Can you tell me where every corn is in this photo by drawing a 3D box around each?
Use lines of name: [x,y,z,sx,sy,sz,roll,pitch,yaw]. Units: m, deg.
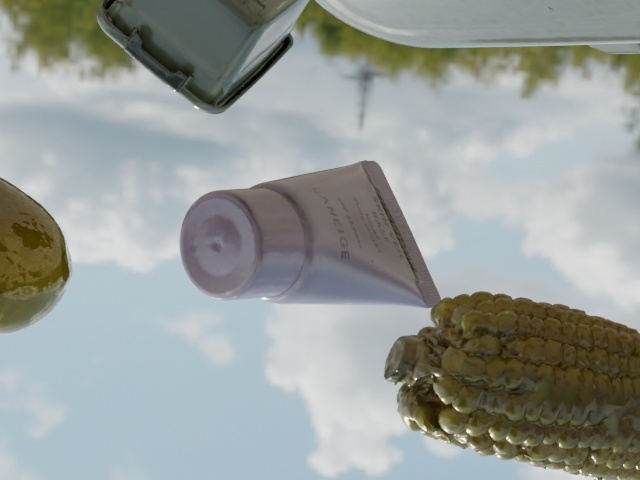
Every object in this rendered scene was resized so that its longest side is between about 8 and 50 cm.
corn: [0.186,0.098,0.971,0.320,0.097,0.097,16,-171,-18]

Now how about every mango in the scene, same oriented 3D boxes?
mango: [-0.272,-0.009,1.221,0.237,0.091,0.137,29,-163,33]

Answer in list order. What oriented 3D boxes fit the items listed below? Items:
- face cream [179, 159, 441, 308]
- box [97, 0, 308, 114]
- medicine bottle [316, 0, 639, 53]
face cream: [0.000,0.000,1.479,0.096,0.154,0.274,-37,161,33]
box: [-0.073,-0.185,1.291,0.124,0.093,0.172,40,-146,-2]
medicine bottle: [0.104,-0.171,0.554,0.375,0.123,0.282,3,147,41]
